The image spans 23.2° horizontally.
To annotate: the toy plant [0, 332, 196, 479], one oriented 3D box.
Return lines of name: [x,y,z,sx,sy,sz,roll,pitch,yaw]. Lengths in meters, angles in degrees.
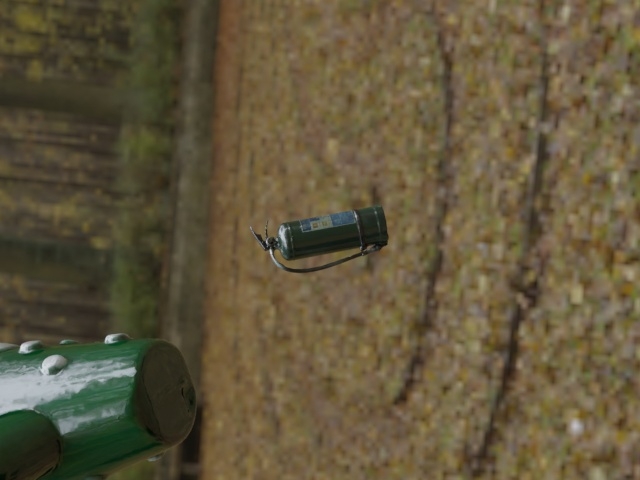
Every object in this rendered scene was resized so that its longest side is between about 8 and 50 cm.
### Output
toy plant: [-0.199,0.121,0.984,0.232,0.243,0.112,-161,52,-82]

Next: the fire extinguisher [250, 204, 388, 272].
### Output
fire extinguisher: [0.000,0.000,0.973,0.025,0.083,0.038,98,162,-70]
